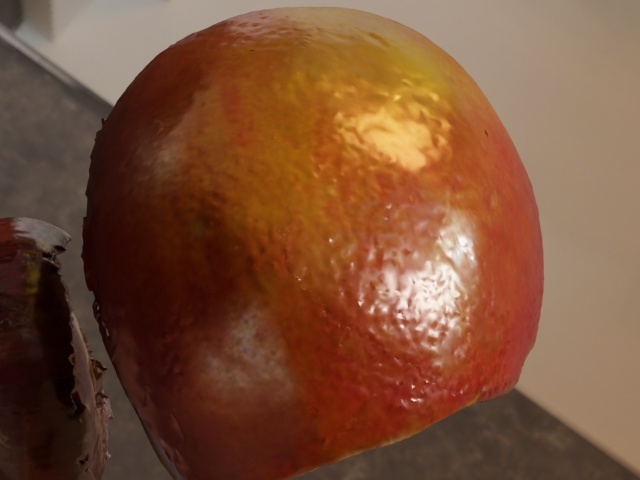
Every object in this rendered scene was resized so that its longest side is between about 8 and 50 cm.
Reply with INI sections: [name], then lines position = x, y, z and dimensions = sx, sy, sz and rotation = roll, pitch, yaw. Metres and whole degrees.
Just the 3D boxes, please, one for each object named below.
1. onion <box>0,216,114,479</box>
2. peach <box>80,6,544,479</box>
[onion]
position = -0.236, 0.104, 1.164
dimensions = 0.161, 0.248, 0.248
rotation = -12, -177, 9
[peach]
position = 0.000, 0.000, 1.055
dimensions = 0.242, 0.306, 0.380
rotation = -26, -123, 35
